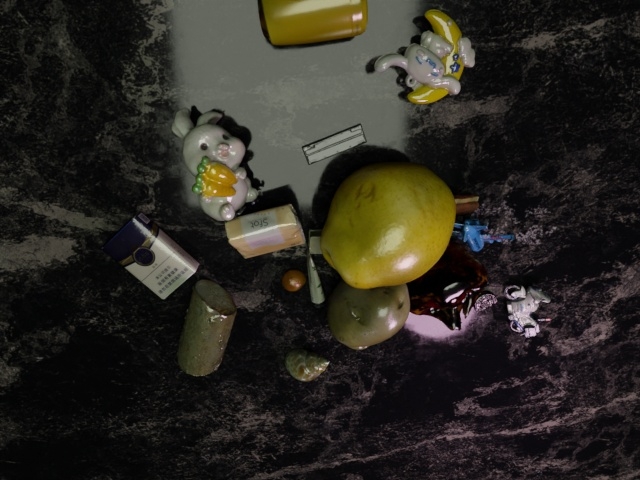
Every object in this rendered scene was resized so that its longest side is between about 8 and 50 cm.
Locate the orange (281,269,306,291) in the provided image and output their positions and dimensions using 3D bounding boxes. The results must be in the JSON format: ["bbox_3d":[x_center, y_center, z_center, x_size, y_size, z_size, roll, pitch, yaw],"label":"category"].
[{"bbox_3d":[-0.093,0.138,1.386,0.085,0.085,0.084,-2,112,-5],"label":"orange"}]

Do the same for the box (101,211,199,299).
[{"bbox_3d":[-0.549,0.051,1.307,0.168,0.071,0.259,-40,111,11],"label":"box"}]

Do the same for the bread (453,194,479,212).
[{"bbox_3d":[0.428,-0.112,1.314,0.119,0.193,0.067,-28,75,42],"label":"bread"}]

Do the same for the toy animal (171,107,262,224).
[{"bbox_3d":[-0.299,-0.217,1.148,0.183,0.247,0.309,-27,128,-13],"label":"toy animal"}]

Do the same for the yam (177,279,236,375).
[{"bbox_3d":[-0.387,0.297,1.373,0.168,0.168,0.304,16,110,-11],"label":"yam"}]

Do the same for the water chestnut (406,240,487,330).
[{"bbox_3d":[0.405,0.146,1.342,0.290,0.244,0.288,0,116,1],"label":"water chestnut"}]

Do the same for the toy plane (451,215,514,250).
[{"bbox_3d":[0.501,-0.023,1.318,0.254,0.271,0.104,9,88,31],"label":"toy plane"}]

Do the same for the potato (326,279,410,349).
[{"bbox_3d":[0.146,0.227,1.346,0.243,0.221,0.326,54,137,4],"label":"potato"}]

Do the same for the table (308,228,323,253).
[{"bbox_3d":[0.000,0.000,1.332,0.079,0.083,0.062,1,112,-7],"label":"table"}]

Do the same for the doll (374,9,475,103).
[{"bbox_3d":[0.312,-0.510,1.146,0.252,0.111,0.237,32,107,-26],"label":"doll"}]

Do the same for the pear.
[{"bbox_3d":[0.194,-0.048,1.190,0.418,0.362,0.362,-42,110,-7],"label":"pear"}]

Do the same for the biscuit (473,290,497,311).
[{"bbox_3d":[0.619,0.231,1.514,0.089,0.027,0.087,3,111,-7],"label":"biscuit"}]

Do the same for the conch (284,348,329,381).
[{"bbox_3d":[-0.055,0.472,1.509,0.173,0.106,0.116,10,92,6],"label":"conch"}]

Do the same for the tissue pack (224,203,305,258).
[{"bbox_3d":[-0.167,-0.025,1.263,0.223,0.186,0.090,-13,68,1],"label":"tissue pack"}]

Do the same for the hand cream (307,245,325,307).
[{"bbox_3d":[-0.022,0.129,1.393,0.050,0.080,0.233,-12,117,-4],"label":"hand cream"}]

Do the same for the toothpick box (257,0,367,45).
[{"bbox_3d":[-0.024,-0.607,1.044,0.272,0.175,0.174,-10,112,2],"label":"toothpick box"}]

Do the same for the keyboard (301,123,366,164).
[{"bbox_3d":[0.044,-0.301,1.256,0.198,0.010,0.063,-21,114,3],"label":"keyboard"}]

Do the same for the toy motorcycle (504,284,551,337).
[{"bbox_3d":[0.782,0.260,1.508,0.150,0.102,0.221,-10,111,21],"label":"toy motorcycle"}]
